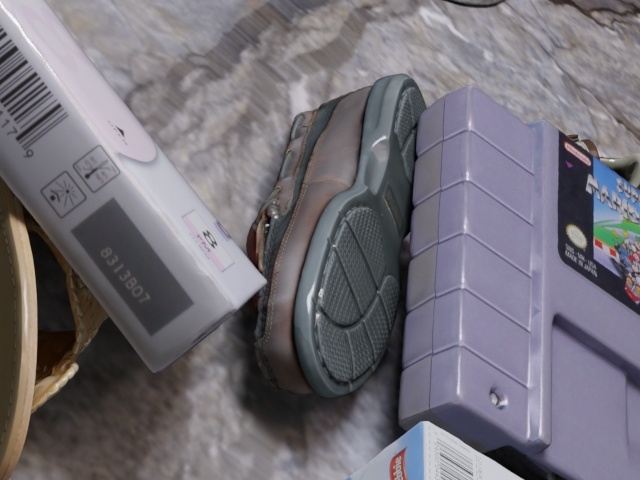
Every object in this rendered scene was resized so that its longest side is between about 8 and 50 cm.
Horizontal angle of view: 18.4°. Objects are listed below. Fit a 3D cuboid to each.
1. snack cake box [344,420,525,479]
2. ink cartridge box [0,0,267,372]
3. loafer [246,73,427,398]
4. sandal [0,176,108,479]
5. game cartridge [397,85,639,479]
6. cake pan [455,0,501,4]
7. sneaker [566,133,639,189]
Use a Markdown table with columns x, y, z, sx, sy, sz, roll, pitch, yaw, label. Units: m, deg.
| x | y | z | sx | sy | sz | roll | pitch | yaw | label |
| --- | --- | --- | --- | --- | --- | --- | --- | --- | --- |
| 0.078 | 0.231 | 0.909 | 0.152 | 0.089 | 0.264 | 34 | 34 | -24 | snack cake box |
| -0.096 | -0.044 | 0.954 | 0.189 | 0.066 | 0.232 | 52 | 14 | -1 | ink cartridge box |
| 0.000 | 0.000 | 1.104 | 0.267 | 0.084 | 0.096 | -66 | 143 | -53 | loafer |
| -0.131 | 0.014 | 0.902 | 0.079 | 0.088 | 0.240 | 14 | 39 | -34 | sandal |
| 0.190 | 0.079 | 1.173 | 0.355 | 0.068 | 0.230 | 33 | 50 | -32 | game cartridge |
| 0.061 | -0.310 | 1.528 | 0.293 | 0.054 | 0.293 | 30 | 36 | -25 | cake pan |
| 0.145 | -0.049 | 1.318 | 0.188 | 0.071 | 0.066 | 7 | 50 | -47 | sneaker |
